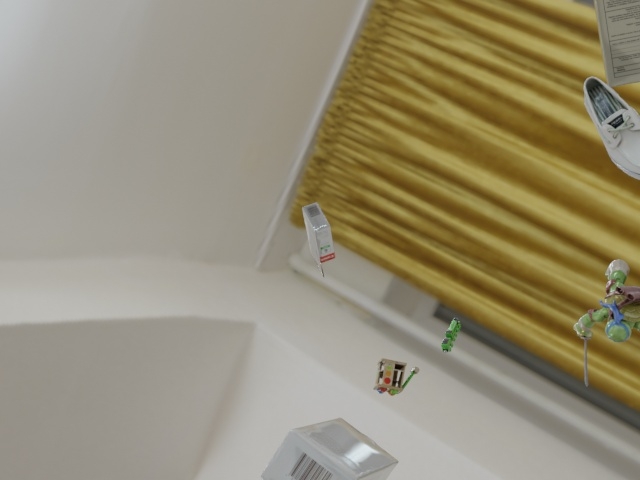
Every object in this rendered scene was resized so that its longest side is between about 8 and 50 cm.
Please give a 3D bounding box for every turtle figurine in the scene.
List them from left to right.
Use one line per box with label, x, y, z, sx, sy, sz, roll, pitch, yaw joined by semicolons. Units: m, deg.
turtle figurine;0.680;0.186;2.400;0.275;0.197;0.266;56;-139;-20

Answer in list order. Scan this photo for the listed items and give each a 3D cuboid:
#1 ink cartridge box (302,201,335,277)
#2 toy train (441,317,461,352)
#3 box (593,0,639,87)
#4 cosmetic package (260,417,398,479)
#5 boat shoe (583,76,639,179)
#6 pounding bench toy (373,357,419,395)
ink cartridge box;0.000;0.000;1.761;0.029;0.063;0.115;-20;-43;-8
toy train;0.231;0.167;1.908;0.083;0.017;0.024;-58;-43;-49
box;0.592;-0.425;2.011;0.127;0.148;0.232;-73;-29;-60
cosmetic package;0.018;0.320;1.509;0.085;0.117;0.231;-56;-19;5
boat shoe;0.519;-0.195;1.880;0.083;0.226;0.076;-38;-38;10
pounding bench toy;0.155;0.280;2.169;0.052;0.083;0.065;115;165;-72
